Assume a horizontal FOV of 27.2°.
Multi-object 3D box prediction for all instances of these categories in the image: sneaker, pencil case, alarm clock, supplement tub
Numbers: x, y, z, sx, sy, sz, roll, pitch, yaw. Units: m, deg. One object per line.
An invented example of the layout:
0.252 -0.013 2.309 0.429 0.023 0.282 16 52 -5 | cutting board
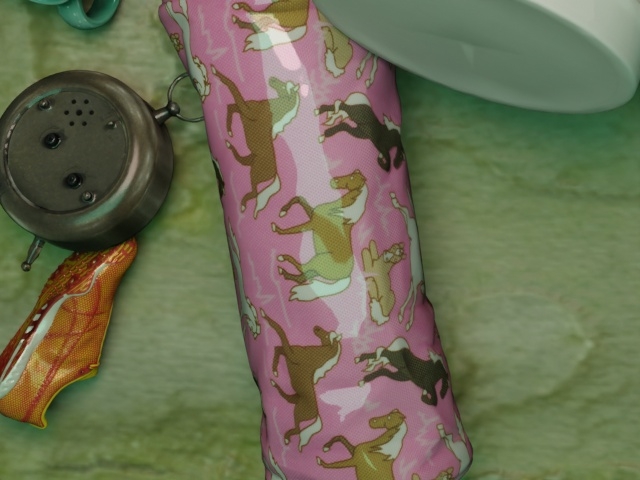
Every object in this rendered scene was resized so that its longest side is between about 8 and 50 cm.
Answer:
-0.190 0.066 1.023 0.067 0.064 0.175 31 103 -25 | sneaker
0.000 0.000 0.919 0.160 0.167 0.386 -8 99 32 | pencil case
-0.161 -0.070 0.973 0.192 0.064 0.129 -29 75 1 | alarm clock
0.140 -0.262 0.780 0.235 0.235 0.324 20 82 5 | supplement tub

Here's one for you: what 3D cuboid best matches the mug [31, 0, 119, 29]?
-0.196 -0.240 0.941 0.129 0.157 0.097 29 64 9 | mug
